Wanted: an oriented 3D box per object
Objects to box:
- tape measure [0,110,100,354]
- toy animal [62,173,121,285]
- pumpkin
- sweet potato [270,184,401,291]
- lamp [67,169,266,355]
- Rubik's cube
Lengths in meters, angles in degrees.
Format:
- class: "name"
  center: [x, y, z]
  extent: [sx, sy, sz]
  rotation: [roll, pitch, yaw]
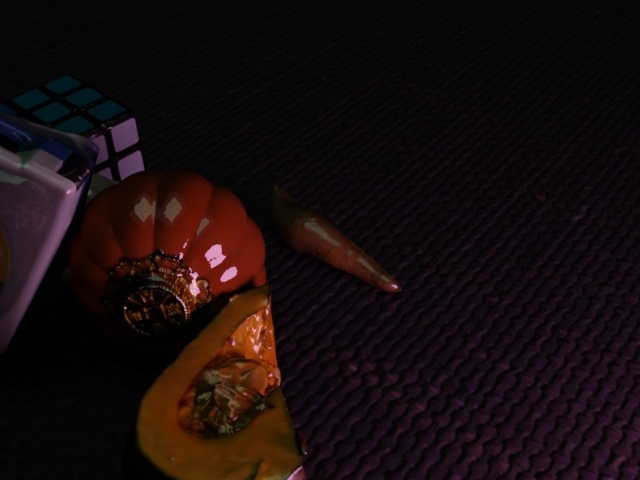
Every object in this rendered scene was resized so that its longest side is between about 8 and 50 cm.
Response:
- class: "tape measure"
  center: [-0.397, -0.019, 0.875]
  extent: [0.262, 0.259, 0.138]
  rotation: [24, 18, -19]
- class: "toy animal"
  center: [-0.278, -0.037, 1.020]
  extent: [0.124, 0.212, 0.124]
  rotation: [-4, 44, 4]
- class: "pumpkin"
  center: [-0.061, 0.183, 0.810]
  extent: [0.190, 0.139, 0.280]
  rotation: [21, 46, 26]
- class: "sweet potato"
  center: [0.000, 0.001, 1.091]
  extent: [0.249, 0.059, 0.069]
  rotation: [34, 13, 32]
- class: "lamp"
  center: [-0.170, 0.027, 0.933]
  extent: [0.223, 0.223, 0.196]
  rotation: [0, 29, -1]
- class: "Rubik's cube"
  center: [-0.350, -0.109, 1.142]
  extent: [0.160, 0.163, 0.162]
  rotation: [30, 52, 32]
